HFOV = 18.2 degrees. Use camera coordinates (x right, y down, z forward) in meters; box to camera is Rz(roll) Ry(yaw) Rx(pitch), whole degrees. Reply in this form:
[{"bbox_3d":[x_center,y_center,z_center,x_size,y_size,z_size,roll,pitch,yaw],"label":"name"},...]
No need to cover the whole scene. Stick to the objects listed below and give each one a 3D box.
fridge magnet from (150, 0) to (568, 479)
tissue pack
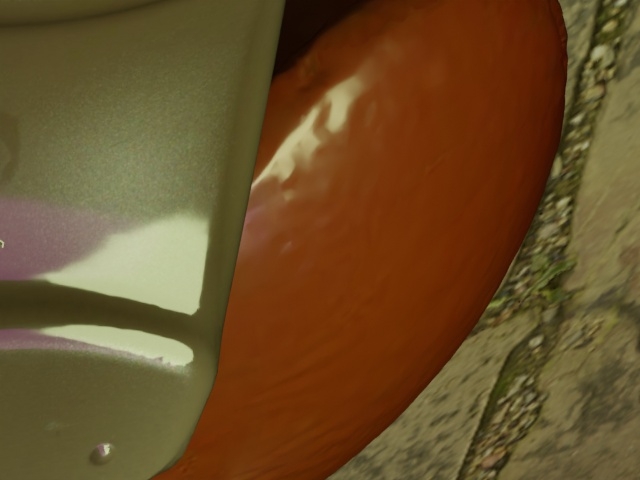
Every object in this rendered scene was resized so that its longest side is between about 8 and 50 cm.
[{"bbox_3d":[0.000,0.000,1.062,0.363,0.155,0.363,-41,155,-24],"label":"fridge magnet"},{"bbox_3d":[-0.164,-0.092,0.774,0.267,0.277,0.387,-3,126,-21],"label":"tissue pack"}]
